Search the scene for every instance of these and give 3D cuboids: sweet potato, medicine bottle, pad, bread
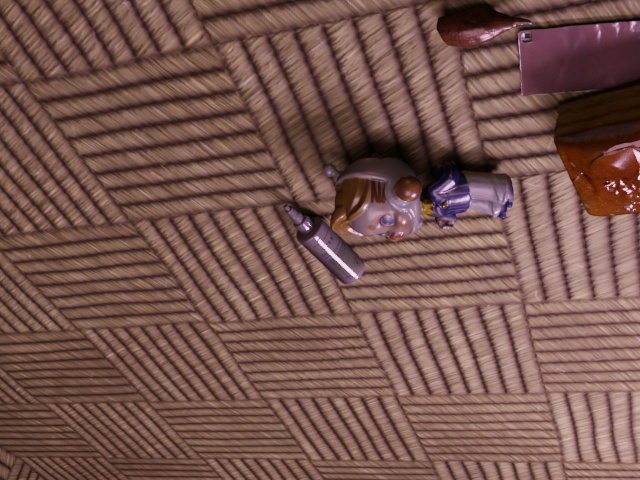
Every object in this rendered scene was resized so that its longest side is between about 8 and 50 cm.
[{"bbox_3d":[0.207,-0.270,1.011,0.117,0.049,0.049,-2,140,17],"label":"sweet potato"},{"bbox_3d":[0.000,0.000,1.391,0.058,0.057,0.199,-19,131,33],"label":"medicine bottle"},{"bbox_3d":[0.357,-0.239,1.045,0.188,0.006,0.113,-2,141,16],"label":"pad"},{"bbox_3d":[0.455,-0.124,1.076,0.234,0.110,0.184,-13,137,28],"label":"bread"}]

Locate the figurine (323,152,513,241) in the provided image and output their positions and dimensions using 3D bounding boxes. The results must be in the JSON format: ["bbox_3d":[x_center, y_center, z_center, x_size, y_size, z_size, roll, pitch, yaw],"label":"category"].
[{"bbox_3d":[0.150,-0.072,1.216,0.274,0.133,0.194,-11,160,18],"label":"figurine"}]
